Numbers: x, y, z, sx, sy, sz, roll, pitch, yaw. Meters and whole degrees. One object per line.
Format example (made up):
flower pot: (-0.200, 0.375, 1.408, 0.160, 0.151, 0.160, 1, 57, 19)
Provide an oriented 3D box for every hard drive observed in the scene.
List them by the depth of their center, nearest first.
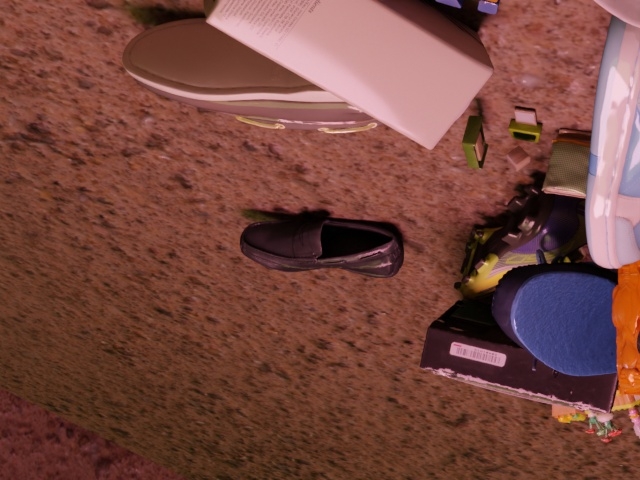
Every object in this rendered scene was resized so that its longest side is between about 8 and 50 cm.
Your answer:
hard drive: (0.266, 0.143, 2.057, 0.236, 0.064, 0.339, 13, -172, 10)

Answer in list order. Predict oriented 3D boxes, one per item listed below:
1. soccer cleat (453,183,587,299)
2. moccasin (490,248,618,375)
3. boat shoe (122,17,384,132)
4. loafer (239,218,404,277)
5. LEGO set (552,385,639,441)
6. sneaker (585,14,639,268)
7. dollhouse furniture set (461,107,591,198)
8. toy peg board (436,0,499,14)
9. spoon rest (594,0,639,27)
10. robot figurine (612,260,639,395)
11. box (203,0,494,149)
soccer cleat: (0.252, 0.018, 1.963, 0.121, 0.093, 0.289, 20, 156, -11)
moccasin: (0.300, 0.090, 1.847, 0.342, 0.138, 0.117, 19, -169, -44)
boat shoe: (-0.066, -0.172, 1.749, 0.305, 0.109, 0.091, 6, 149, 15)
loafer: (0.000, 0.000, 2.122, 0.223, 0.076, 0.078, 6, 149, 13)
LEGO set: (0.440, 0.227, 2.118, 0.287, 0.107, 0.132, -20, 180, 22)
sneaker: (0.366, -0.085, 1.549, 0.208, 0.127, 0.319, 9, 135, 12)
dollhouse furniture set: (0.234, -0.099, 1.744, 0.151, 0.076, 0.058, 10, 156, 17)
toy peg board: (0.108, -0.262, 1.477, 0.161, 0.079, 0.161, 15, 156, 7)
spoon rest: (0.248, -0.252, 1.372, 0.276, 0.084, 0.137, 20, 139, -14)
robot figurine: (0.380, 0.021, 1.690, 0.085, 0.291, 0.211, 2, 180, -33)
box: (0.026, -0.209, 1.577, 0.275, 0.094, 0.113, 29, 115, -23)
